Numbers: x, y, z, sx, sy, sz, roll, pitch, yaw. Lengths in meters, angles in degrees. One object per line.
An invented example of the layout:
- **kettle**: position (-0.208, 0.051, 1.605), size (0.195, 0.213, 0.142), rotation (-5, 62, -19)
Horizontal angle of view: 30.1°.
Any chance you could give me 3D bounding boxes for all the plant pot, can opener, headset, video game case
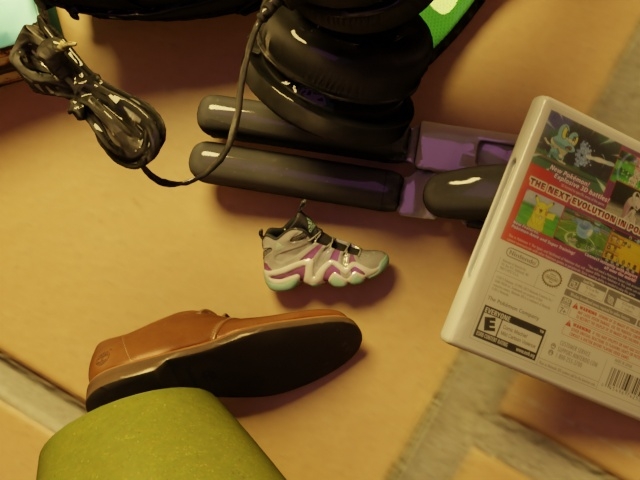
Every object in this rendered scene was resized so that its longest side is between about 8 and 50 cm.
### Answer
- **plant pot**: position (-0.087, 0.259, 0.807), size (0.275, 0.275, 0.293), rotation (-26, 65, 5)
- **can opener**: position (0.041, -0.061, 0.888), size (0.284, 0.095, 0.076), rotation (9, 84, 3)
- **headset**: position (-0.005, -0.178, 0.799), size (0.185, 0.243, 0.394), rotation (37, 60, 19)
- **video game case**: position (0.203, 0.020, 0.846), size (0.201, 0.023, 0.183), rotation (23, 87, -19)

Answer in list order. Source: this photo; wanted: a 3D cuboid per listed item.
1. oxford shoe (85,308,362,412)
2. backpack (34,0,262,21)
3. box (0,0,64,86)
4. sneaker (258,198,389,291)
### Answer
- **oxford shoe**: position (-0.076, 0.078, 0.909), size (0.212, 0.076, 0.076), rotation (-10, 42, -3)
- **backpack**: position (-0.112, -0.234, 0.896), size (0.188, 0.166, 0.144), rotation (5, 94, 7)
- **box**: position (-0.329, -0.141, 0.936), size (0.244, 0.100, 0.060), rotation (-16, 85, -1)
- **sneaker**: position (0.000, 0.000, 0.906), size (0.098, 0.038, 0.069), rotation (-8, 110, 7)
